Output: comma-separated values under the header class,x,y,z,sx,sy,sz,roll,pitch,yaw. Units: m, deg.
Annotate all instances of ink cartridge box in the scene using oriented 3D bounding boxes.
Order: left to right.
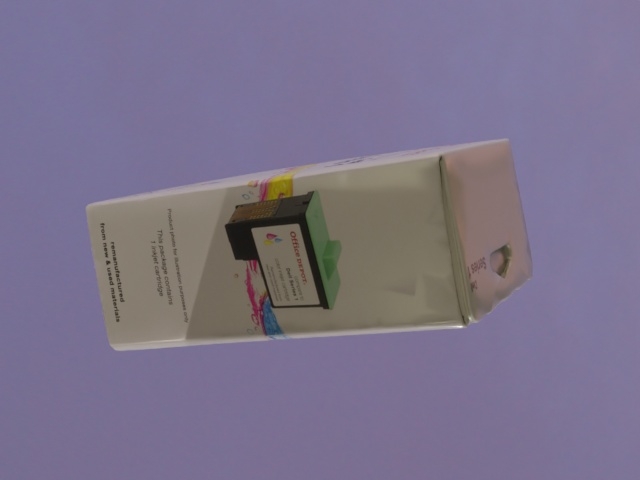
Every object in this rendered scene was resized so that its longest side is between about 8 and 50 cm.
class,x,y,z,sx,sy,sz,roll,pitch,yaw
ink cartridge box,0.000,0.000,0.736,0.201,0.278,0.117,-20,-78,-65
